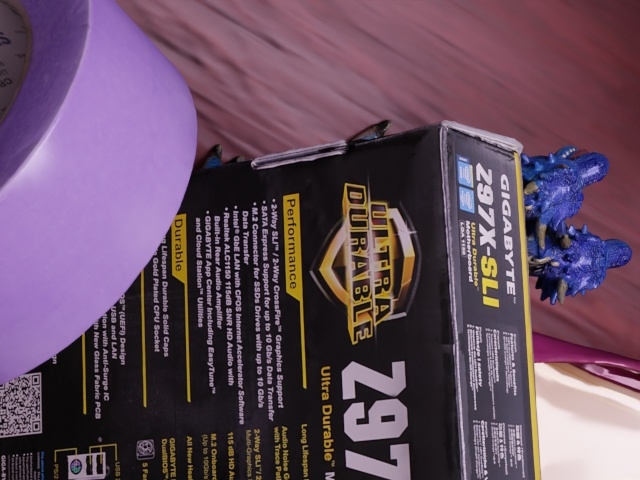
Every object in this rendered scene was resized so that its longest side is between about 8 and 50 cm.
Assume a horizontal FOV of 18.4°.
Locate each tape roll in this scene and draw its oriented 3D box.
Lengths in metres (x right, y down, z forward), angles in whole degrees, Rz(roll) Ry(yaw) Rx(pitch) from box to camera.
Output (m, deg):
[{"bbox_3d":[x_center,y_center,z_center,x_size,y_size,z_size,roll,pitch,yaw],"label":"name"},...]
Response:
[{"bbox_3d":[-0.152,-0.033,0.844,0.189,0.189,0.080,-47,131,-3],"label":"tape roll"}]

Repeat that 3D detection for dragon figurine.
[{"bbox_3d":[0.000,0.000,0.945,0.289,0.144,0.085,-10,102,-14],"label":"dragon figurine"}]

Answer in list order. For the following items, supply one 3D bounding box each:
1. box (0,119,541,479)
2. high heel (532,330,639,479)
[{"bbox_3d":[-0.033,0.130,0.829,0.079,0.257,0.322,15,69,-57],"label":"box"},{"bbox_3d":[0.158,0.107,0.947,0.377,0.181,0.127,5,88,-34],"label":"high heel"}]
